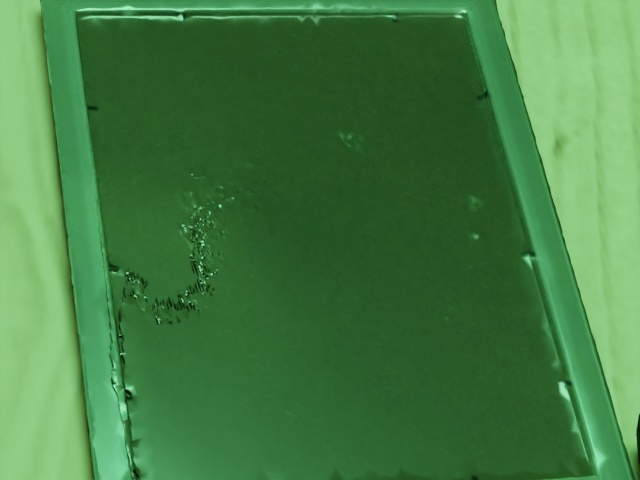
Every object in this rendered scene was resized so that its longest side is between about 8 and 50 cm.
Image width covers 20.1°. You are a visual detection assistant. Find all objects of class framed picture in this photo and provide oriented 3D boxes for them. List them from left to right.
[{"bbox_3d":[0.000,0.000,0.752,0.216,0.016,0.273,-1,56,-14],"label":"framed picture"}]

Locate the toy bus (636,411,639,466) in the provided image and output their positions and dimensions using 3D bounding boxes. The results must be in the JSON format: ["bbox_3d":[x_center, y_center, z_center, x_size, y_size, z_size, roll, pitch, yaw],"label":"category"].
[{"bbox_3d":[0.199,0.085,0.710,0.153,0.061,0.051,3,53,-13],"label":"toy bus"}]
